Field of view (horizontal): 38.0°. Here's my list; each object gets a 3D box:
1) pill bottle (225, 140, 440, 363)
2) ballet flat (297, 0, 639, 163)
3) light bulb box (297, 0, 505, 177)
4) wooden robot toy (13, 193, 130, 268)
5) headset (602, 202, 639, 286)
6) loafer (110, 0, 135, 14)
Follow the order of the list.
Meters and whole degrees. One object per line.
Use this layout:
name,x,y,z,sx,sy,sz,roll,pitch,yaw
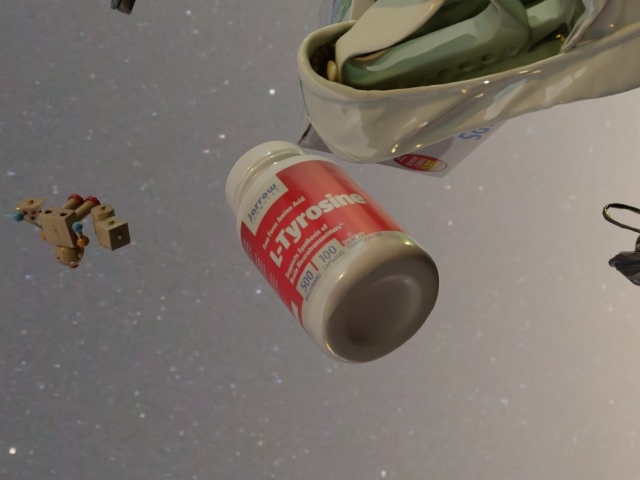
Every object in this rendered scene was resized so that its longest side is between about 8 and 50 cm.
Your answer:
pill bottle,0.000,0.000,1.560,0.229,0.407,0.229,-18,-49,-22
ballet flat,0.161,-0.169,0.706,0.139,0.400,0.139,-18,-90,-72
light bulb box,0.127,-0.312,1.185,0.358,0.225,0.361,130,150,-75
wooden robot toy,-0.290,-0.005,1.109,0.076,0.173,0.079,-42,-45,-50
headset,0.384,-0.085,0.761,0.394,0.185,0.243,-36,-76,-22
loafer,-0.250,-0.479,1.508,0.084,0.096,0.267,27,-96,-21
